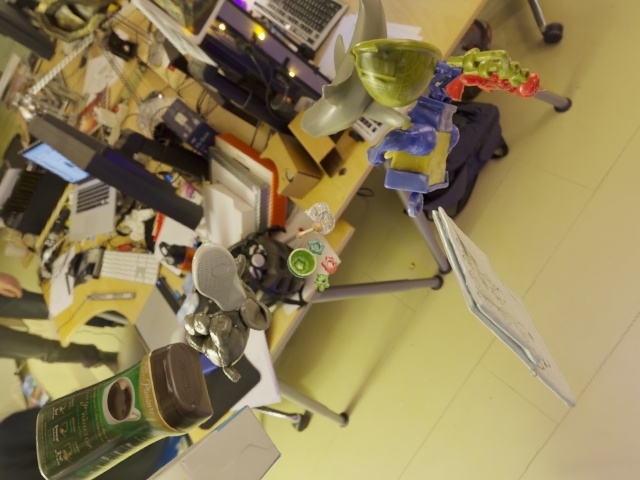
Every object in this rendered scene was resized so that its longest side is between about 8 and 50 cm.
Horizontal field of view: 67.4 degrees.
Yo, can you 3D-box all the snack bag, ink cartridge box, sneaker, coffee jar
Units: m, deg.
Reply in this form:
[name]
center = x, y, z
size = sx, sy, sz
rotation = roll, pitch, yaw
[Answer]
[snack bag]
center = 0.349, 0.119, 0.912
size = 0.037, 0.342, 0.323
rotation = -39, 23, 21
[ink cartridge box]
center = -0.135, 0.241, 0.443
size = 0.181, 0.104, 0.062
rotation = -41, 81, 21
[sneaker]
center = -0.245, 0.046, 1.048
size = 0.094, 0.256, 0.151
rotation = -29, 63, -14
[coffee jar]
center = -0.214, 0.191, 0.535
size = 0.184, 0.079, 0.096
rotation = -27, 58, 5

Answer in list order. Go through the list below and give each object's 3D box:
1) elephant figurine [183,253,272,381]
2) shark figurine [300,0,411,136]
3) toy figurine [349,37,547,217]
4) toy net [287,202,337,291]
[elephant figurine]
center = -0.209, 0.184, 1.207
size = 0.169, 0.239, 0.186
rotation = 21, 127, 22
[shark figurine]
center = 0.030, -0.228, 0.586
size = 0.166, 0.116, 0.278
rotation = 30, 134, 26
[toy figurine]
center = 0.160, -0.125, 0.639
size = 0.191, 0.362, 0.217
rotation = 19, 110, 23
[toy net]
center = 0.000, 0.000, 1.160
size = 0.045, 0.122, 0.232
rotation = 129, 162, -59
